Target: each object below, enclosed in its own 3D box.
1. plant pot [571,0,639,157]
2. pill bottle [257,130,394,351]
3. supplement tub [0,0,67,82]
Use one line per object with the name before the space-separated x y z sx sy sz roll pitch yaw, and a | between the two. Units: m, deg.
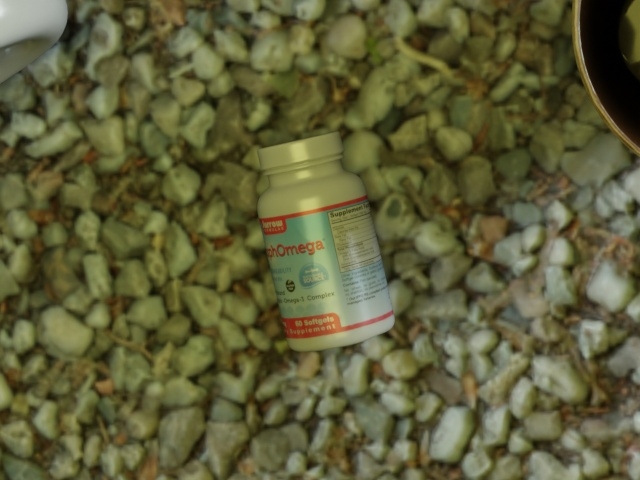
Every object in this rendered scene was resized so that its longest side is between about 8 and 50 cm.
plant pot | 0.274 -0.152 1.029 0.215 0.230 0.215 0 97 4
pill bottle | 0.000 0.000 1.139 0.087 0.087 0.160 -13 94 6
supplement tub | -0.352 -0.246 1.071 0.228 0.228 0.316 -28 93 7
